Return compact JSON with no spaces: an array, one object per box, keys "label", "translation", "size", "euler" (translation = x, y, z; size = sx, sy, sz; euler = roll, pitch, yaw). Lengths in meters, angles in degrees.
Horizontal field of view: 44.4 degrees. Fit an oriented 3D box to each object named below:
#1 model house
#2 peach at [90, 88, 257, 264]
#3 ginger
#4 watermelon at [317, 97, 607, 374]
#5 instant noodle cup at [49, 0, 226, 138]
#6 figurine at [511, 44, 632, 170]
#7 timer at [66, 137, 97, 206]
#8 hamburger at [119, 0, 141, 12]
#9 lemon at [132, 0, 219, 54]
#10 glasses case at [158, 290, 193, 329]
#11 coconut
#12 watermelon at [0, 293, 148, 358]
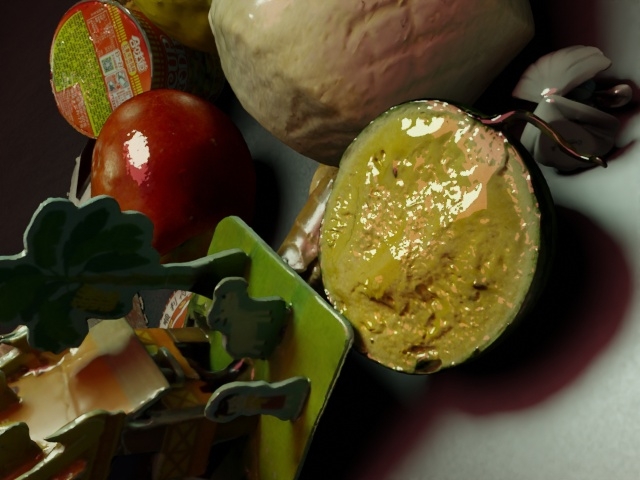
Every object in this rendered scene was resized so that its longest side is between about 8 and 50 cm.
[{"label":"model house","translation":[-0.184,0.151,0.662],"size":[0.242,0.313,0.357],"euler":[41,118,42]},{"label":"peach","translation":[-0.186,-0.069,0.980],"size":[0.243,0.200,0.243],"euler":[-3,86,63]},{"label":"ginger","translation":[0.010,-0.007,0.805],"size":[0.115,0.081,0.205],"euler":[4,64,38]},{"label":"watermelon","translation":[0.106,-0.007,0.639],"size":[0.204,0.127,0.232],"euler":[40,113,35]},{"label":"instant noodle cup","translation":[-0.250,-0.247,1.141],"size":[0.193,0.212,0.193],"euler":[6,103,27]},{"label":"figurine","translation":[0.208,-0.115,0.649],"size":[0.095,0.082,0.086],"euler":[-12,41,35]},{"label":"timer","translation":[-0.333,-0.125,1.275],"size":[0.237,0.087,0.262],"euler":[-50,32,27]},{"label":"hamburger","translation":[-0.252,-0.380,1.262],"size":[0.155,0.208,0.135],"euler":[-43,37,18]},{"label":"lemon","translation":[-0.096,-0.385,0.954],"size":[0.364,0.364,0.364],"euler":[-29,47,37]},{"label":"glasses case","translation":[-0.111,0.119,0.879],"size":[0.267,0.067,0.103],"euler":[15,84,53]},{"label":"coconut","translation":[0.053,-0.240,0.743],"size":[0.329,0.329,0.328],"euler":[-29,47,37]},{"label":"watermelon","translation":[-0.325,0.169,1.063],"size":[0.310,0.193,0.232],"euler":[-52,13,-25]}]
